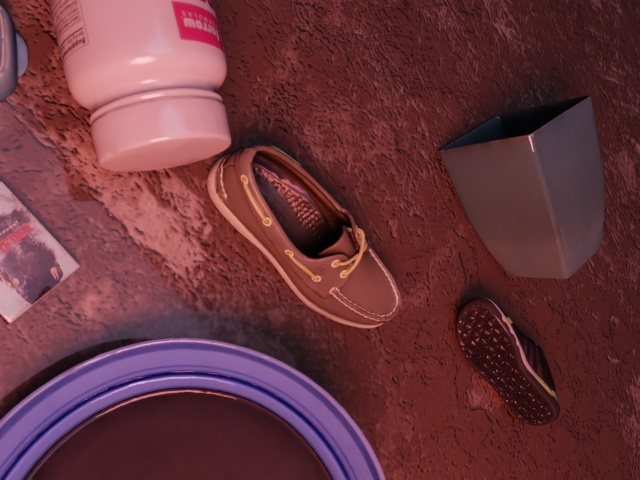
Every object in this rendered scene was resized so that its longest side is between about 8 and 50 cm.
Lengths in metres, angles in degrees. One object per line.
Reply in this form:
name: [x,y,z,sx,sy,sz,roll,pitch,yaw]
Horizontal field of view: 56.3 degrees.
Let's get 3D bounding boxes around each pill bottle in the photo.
pill bottle: [-0.186,-0.223,0.610,0.160,0.160,0.283,-12,89,-33]

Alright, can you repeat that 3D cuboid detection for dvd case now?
dvd case: [-0.309,0.009,0.582,0.087,0.013,0.119,-45,105,-29]

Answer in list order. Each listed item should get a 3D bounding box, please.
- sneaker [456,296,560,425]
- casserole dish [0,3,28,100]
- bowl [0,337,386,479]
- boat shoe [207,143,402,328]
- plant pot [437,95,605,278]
sneaker: [0.283,0.172,0.901,0.234,0.084,0.097,57,35,-12]
casserole dish: [-0.376,-0.192,0.560,0.188,0.037,0.114,-2,82,-31]
bowl: [-0.125,0.279,0.518,0.391,0.077,0.391,5,58,-8]
boat shoe: [-0.002,0.004,0.727,0.305,0.091,0.109,43,63,-19]
plant pot: [0.323,-0.068,0.906,0.166,0.165,0.234,-31,107,-32]
